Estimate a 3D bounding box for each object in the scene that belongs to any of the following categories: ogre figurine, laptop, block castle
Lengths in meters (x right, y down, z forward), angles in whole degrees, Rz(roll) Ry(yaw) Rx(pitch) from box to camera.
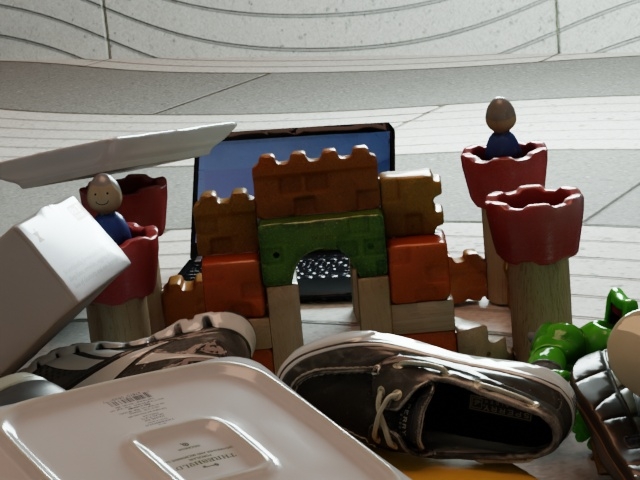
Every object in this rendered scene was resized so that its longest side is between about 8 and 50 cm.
[{"bbox_3d":[0.244,0.099,1.421,0.197,0.097,0.118,-17,26,-1],"label":"ogre figurine"},{"bbox_3d":[-0.043,-0.031,1.959,0.234,0.137,0.264,-3,14,10],"label":"laptop"},{"bbox_3d":[0.000,0.000,1.663,0.453,0.213,0.303,-5,14,0],"label":"block castle"}]

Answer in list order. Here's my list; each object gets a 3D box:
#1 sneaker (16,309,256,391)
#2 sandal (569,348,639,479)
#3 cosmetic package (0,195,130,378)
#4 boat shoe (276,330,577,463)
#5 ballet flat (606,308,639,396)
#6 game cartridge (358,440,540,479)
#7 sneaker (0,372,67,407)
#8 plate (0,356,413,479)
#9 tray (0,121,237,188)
[{"bbox_3d":[-0.159,0.130,1.470,0.234,0.078,0.106,-17,34,-2],"label":"sneaker"},{"bbox_3d":[0.229,0.149,1.271,0.090,0.060,0.219,-1,34,-13],"label":"sandal"},{"bbox_3d":[-0.272,0.074,1.482,0.231,0.085,0.117,-40,1,22],"label":"cosmetic package"},{"bbox_3d":[0.067,0.112,1.276,0.219,0.078,0.070,3,16,18],"label":"boat shoe"},{"bbox_3d":[0.320,0.095,1.249,0.248,0.086,0.086,16,8,-16],"label":"ballet flat"},{"bbox_3d":[-0.028,0.182,1.292,0.285,0.053,0.323,-12,18,-24],"label":"game cartridge"},{"bbox_3d":[-0.222,0.157,1.212,0.118,0.083,0.222,12,30,35],"label":"sneaker"},{"bbox_3d":[-0.078,0.148,1.129,0.277,0.045,0.278,-11,29,-36],"label":"plate"},{"bbox_3d":[-0.193,-0.080,1.731,0.145,0.030,0.270,-11,2,23],"label":"tray"}]
